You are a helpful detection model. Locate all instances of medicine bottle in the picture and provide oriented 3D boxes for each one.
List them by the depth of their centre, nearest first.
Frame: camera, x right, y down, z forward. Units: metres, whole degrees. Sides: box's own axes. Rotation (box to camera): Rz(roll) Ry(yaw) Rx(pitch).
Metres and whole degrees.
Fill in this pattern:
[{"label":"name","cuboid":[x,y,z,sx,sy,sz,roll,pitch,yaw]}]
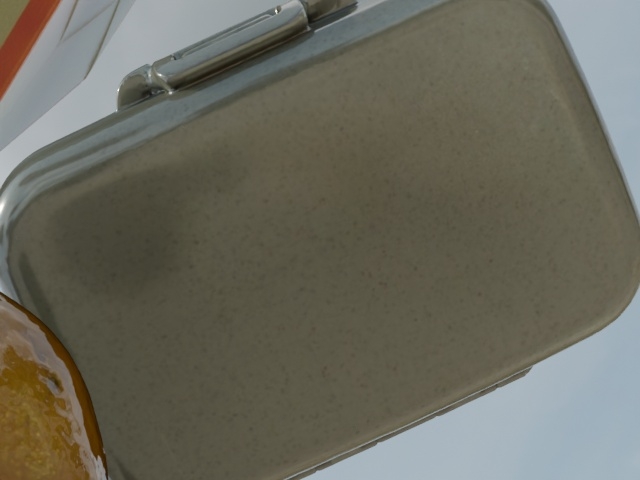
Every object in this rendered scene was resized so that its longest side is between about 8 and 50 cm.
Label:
[{"label":"medicine bottle","cuboid":[0.000,0.000,1.052,0.375,0.123,0.282,-25,-78,1]}]

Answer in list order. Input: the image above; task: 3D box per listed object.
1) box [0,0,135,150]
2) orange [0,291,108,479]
[{"label":"box","cuboid":[-0.303,-0.270,1.516,0.318,0.257,0.349,-53,2,30]},{"label":"orange","cuboid":[-0.154,0.086,0.605,0.159,0.159,0.136,-52,-26,19]}]
